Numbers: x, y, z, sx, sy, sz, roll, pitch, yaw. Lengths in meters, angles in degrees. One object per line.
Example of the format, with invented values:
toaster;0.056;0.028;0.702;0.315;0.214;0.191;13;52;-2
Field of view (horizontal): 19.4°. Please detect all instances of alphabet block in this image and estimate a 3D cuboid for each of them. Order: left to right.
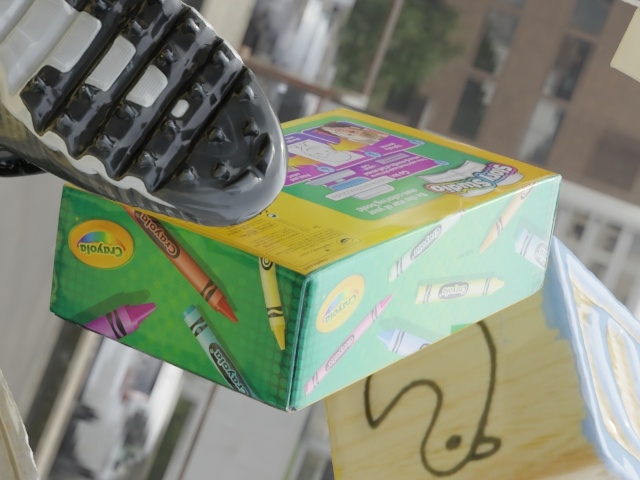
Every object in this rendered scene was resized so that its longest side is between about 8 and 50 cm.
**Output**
alphabet block;0.136;0.144;1.333;0.193;0.197;0.192;42;30;-43

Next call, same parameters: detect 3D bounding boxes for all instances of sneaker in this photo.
sneaker;-0.108;-0.062;0.741;0.078;0.234;0.106;-56;159;-20

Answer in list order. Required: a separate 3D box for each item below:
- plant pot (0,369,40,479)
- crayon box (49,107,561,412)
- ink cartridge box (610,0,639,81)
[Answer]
plant pot;-0.372;0.220;1.222;0.334;0.306;0.333;27;-59;56
crayon box;0.000;0.000;1.079;0.278;0.165;0.081;-20;124;-53
ink cartridge box;0.361;-0.163;1.782;0.115;0.198;0.067;6;114;-45
